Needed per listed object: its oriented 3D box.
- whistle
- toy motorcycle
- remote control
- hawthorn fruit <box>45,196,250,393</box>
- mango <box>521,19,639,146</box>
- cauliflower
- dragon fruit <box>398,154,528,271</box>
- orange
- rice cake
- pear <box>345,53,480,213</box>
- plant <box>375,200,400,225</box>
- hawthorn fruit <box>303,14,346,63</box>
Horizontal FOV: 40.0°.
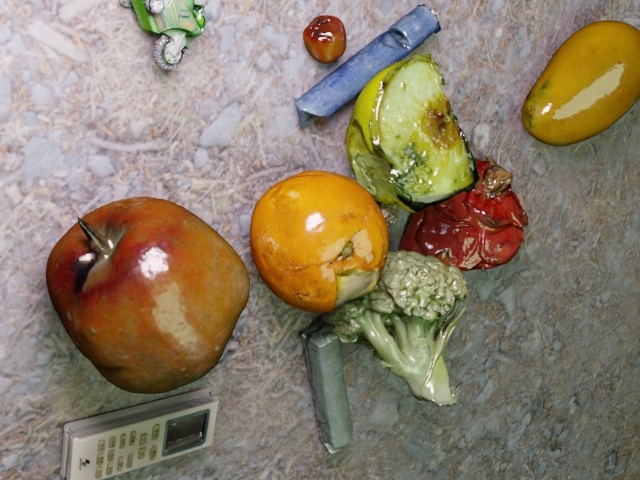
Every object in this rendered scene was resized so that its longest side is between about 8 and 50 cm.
[{"bbox_3d":[0.078,-0.294,1.492,0.304,0.062,0.062,-40,134,-17],"label":"whistle"},{"bbox_3d":[-0.211,-0.333,1.210,0.106,0.074,0.190,-40,134,-30],"label":"toy motorcycle"},{"bbox_3d":[-0.307,0.339,1.518,0.277,0.055,0.103,-8,119,-38],"label":"remote control"},{"bbox_3d":[-0.260,0.060,1.262,0.268,0.268,0.301,-46,126,-11],"label":"hawthorn fruit"},{"bbox_3d":[0.547,-0.316,1.820,0.317,0.173,0.211,-41,134,-7],"label":"mango"},{"bbox_3d":[0.149,0.158,1.683,0.327,0.260,0.281,5,91,-35],"label":"cauliflower"},{"bbox_3d":[0.326,-0.051,1.787,0.317,0.152,0.205,-20,125,-31],"label":"dragon fruit"},{"bbox_3d":[0.000,0.000,1.475,0.240,0.240,0.240,-21,126,-32],"label":"orange"},{"bbox_3d":[0.019,0.307,1.783,0.066,0.063,0.336,-26,128,-24],"label":"rice cake"},{"bbox_3d":[0.121,-0.175,1.490,0.164,0.255,0.238,-28,104,-14],"label":"pear"},{"bbox_3d":[0.086,-0.070,1.634,0.122,0.104,0.116,44,43,-19],"label":"plant"},{"bbox_3d":[0.008,-0.323,1.410,0.077,0.077,0.077,-21,126,-32],"label":"hawthorn fruit"}]
